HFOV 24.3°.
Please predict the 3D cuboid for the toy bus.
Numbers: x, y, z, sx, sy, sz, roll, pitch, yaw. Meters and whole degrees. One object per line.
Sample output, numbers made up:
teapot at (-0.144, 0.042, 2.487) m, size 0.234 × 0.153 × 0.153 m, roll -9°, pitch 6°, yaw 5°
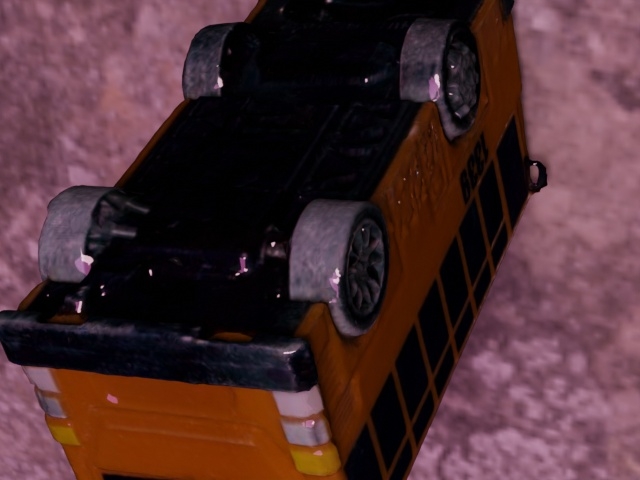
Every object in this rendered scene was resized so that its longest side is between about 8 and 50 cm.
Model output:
toy bus at (0.000, 0.000, 0.468) m, size 0.098 × 0.201 × 0.114 m, roll 3°, pitch 128°, yaw 24°
